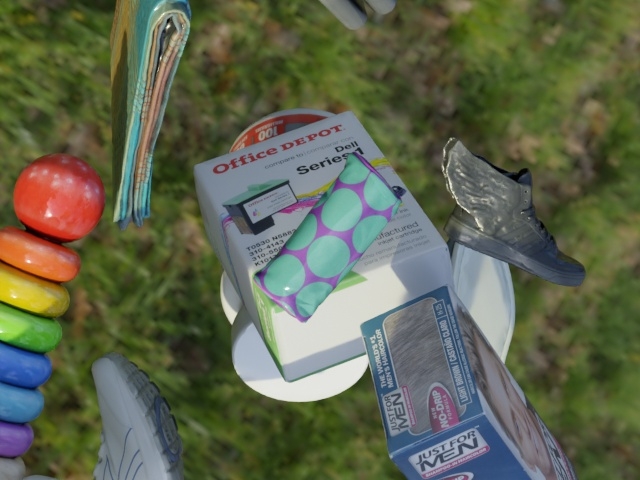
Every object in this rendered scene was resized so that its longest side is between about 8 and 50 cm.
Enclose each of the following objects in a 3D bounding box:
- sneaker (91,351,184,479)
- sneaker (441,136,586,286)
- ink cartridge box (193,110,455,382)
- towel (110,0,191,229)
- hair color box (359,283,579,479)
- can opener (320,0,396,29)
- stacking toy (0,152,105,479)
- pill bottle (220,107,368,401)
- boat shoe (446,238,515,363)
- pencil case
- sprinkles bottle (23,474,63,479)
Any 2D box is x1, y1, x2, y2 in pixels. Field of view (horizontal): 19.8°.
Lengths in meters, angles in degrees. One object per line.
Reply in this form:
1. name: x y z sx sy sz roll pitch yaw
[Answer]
1. sneaker: -0.205 0.269 1.989 0.129 0.297 0.111 -17 177 8
2. sneaker: 0.179 -0.025 1.676 0.051 0.170 0.089 -111 -136 -74
3. ink cartridge box: 0.000 0.000 1.999 0.201 0.278 0.117 -20 131 -10
4. towel: -0.183 -0.225 1.920 0.040 0.370 0.271 7 126 -13
5. hair color box: 0.170 0.221 1.845 0.105 0.174 0.347 -26 134 13
6. can opener: 0.011 -0.278 1.923 0.076 0.095 0.283 -27 156 14
7. stacking toy: -0.304 0.070 1.789 0.141 0.141 0.330 19 92 -60
8. pill bottle: -0.024 0.016 2.370 0.363 0.210 0.210 -91 180 -46
9. boat shoe: 0.155 0.140 2.124 0.116 0.099 0.319 -6 97 -43
10. pencil case: 0.007 -0.002 1.628 0.064 0.070 0.152 36 95 -28
11. sprinkles bottle: -0.154 0.323 1.779 0.121 0.355 0.121 -27 122 -55
